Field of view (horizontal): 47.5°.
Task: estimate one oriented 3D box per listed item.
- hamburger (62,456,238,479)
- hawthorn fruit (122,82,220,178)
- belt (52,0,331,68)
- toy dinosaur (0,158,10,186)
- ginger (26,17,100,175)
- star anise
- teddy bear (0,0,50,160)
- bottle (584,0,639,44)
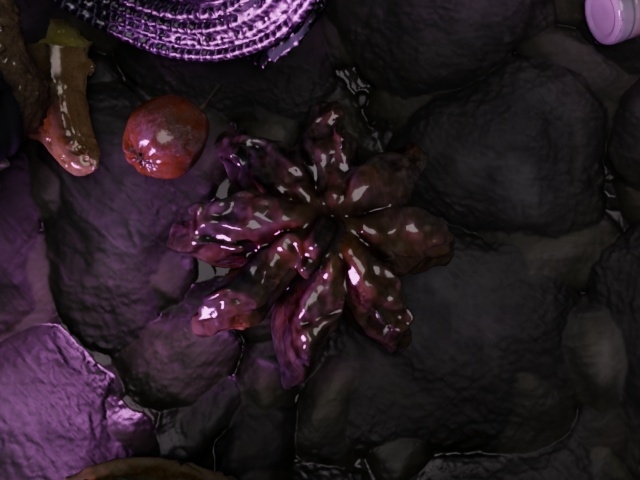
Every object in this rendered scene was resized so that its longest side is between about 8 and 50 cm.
[{"bbox_3d":[-0.127,0.300,0.503,0.318,0.195,0.277,-38,88,-9],"label":"hamburger"},{"bbox_3d":[-0.114,-0.094,0.600,0.067,0.067,0.103,49,57,-1],"label":"hawthorn fruit"},{"bbox_3d":[-0.123,-0.270,0.505,0.324,0.260,0.122,30,49,-5],"label":"belt"},{"bbox_3d":[-0.371,0.100,0.531,0.393,0.092,0.205,-32,81,-9],"label":"toy dinosaur"},{"bbox_3d":[-0.211,-0.119,0.594,0.057,0.044,0.137,-6,89,-24],"label":"ginger"},{"bbox_3d":[-0.001,0.001,0.579,0.223,0.109,0.236,27,82,-8],"label":"star anise"},{"bbox_3d":[-0.265,-0.108,0.525,0.129,0.182,0.251,19,68,-27],"label":"teddy bear"},{"bbox_3d":[0.347,-0.229,0.647,0.217,0.060,0.060,-17,88,-6],"label":"bottle"}]
